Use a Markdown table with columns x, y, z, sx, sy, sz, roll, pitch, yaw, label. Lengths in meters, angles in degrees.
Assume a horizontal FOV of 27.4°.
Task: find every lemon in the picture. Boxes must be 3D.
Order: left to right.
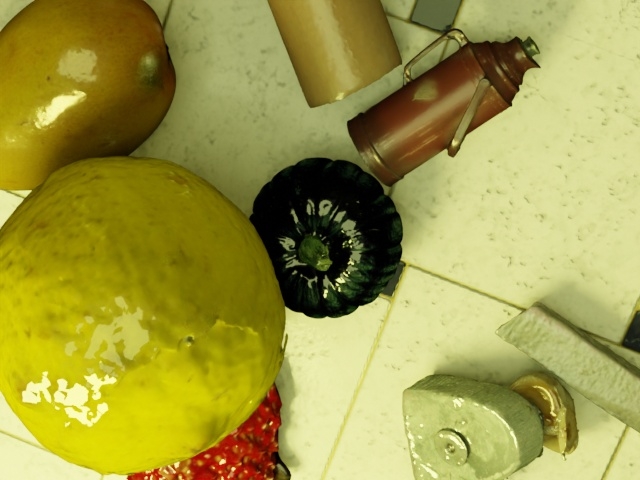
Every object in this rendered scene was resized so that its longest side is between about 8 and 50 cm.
| x | y | z | sx | sy | sz | roll | pitch | yaw | label |
| --- | --- | --- | --- | --- | --- | --- | --- | --- | --- |
| -0.218 | 0.074 | 1.471 | 0.350 | 0.350 | 0.387 | -41 | 58 | 18 | lemon |

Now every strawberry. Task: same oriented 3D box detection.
| x | y | z | sx | sy | sz | roll | pitch | yaw | label |
| --- | --- | --- | --- | --- | --- | --- | --- | --- | --- |
| -0.152 | 0.286 | 1.672 | 0.233 | 0.138 | 0.306 | -10 | 102 | 11 | strawberry |

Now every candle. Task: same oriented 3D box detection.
| x | y | z | sx | sy | sz | roll | pitch | yaw | label |
| --- | --- | --- | --- | --- | --- | --- | --- | --- | --- |
| 0.174 | 0.237 | 1.611 | 0.168 | 0.068 | 0.192 | 48 | 130 | 16 | candle |

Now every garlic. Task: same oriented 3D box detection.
| x | y | z | sx | sy | sz | roll | pitch | yaw | label |
| --- | --- | --- | --- | --- | --- | --- | --- | --- | --- |
| 0.275 | 0.211 | 1.607 | 0.094 | 0.074 | 0.113 | 0 | 112 | 47 | garlic |

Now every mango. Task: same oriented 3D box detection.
| x | y | z | sx | sy | sz | roll | pitch | yaw | label |
| --- | --- | --- | --- | --- | --- | --- | --- | --- | --- |
| -0.309 | -0.167 | 1.544 | 0.317 | 0.173 | 0.211 | -33 | 131 | 18 | mango |

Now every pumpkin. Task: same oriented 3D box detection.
| x | y | z | sx | sy | sz | roll | pitch | yaw | label |
| --- | --- | --- | --- | --- | --- | --- | --- | --- | --- |
| 0.003 | -0.003 | 1.564 | 0.194 | 0.150 | 0.194 | -4 | 83 | 38 | pumpkin |

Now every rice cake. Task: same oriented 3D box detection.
| x | y | z | sx | sy | sz | roll | pitch | yaw | label |
| --- | --- | --- | --- | --- | --- | --- | --- | --- | --- |
| 0.376 | 0.187 | 1.591 | 0.365 | 0.056 | 0.072 | 32 | 103 | 0 | rice cake |

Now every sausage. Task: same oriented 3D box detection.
| x | y | z | sx | sy | sz | roll | pitch | yaw | label |
| --- | --- | --- | --- | --- | --- | --- | --- | --- | --- |
| -0.003 | -0.288 | 1.491 | 0.123 | 0.123 | 0.253 | -20 | 101 | 15 | sausage |

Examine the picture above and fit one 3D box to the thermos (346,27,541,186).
| x | y | z | sx | sy | sz | roll | pitch | yaw | label |
| --- | --- | --- | --- | --- | --- | --- | --- | --- | --- |
| 0.147 | -0.165 | 1.511 | 0.232 | 0.099 | 0.124 | -34 | 96 | 18 | thermos |
